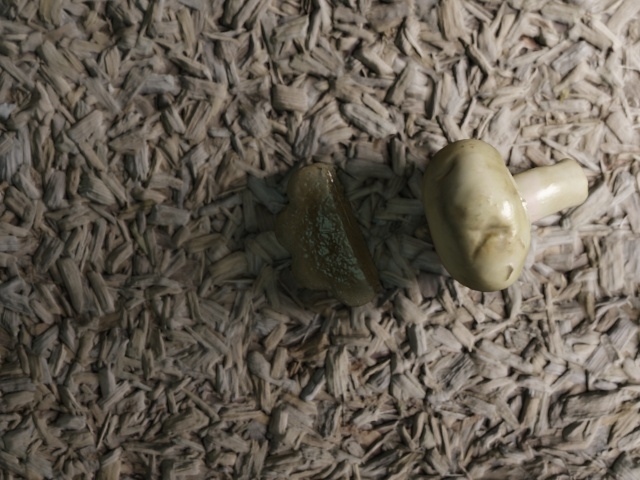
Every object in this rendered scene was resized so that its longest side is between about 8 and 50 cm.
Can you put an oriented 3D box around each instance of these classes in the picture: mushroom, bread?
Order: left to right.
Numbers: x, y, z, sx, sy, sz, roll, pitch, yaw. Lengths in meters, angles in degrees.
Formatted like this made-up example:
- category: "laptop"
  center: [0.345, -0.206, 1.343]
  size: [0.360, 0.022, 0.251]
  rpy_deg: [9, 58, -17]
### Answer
- category: "bread"
  center: [0.001, 0.001, 1.898]
  size: [0.183, 0.102, 0.337]
  rpy_deg: [-21, 97, 16]
- category: "mushroom"
  center: [0.334, -0.064, 1.733]
  size: [0.315, 0.356, 0.315]
  rpy_deg: [19, 126, 28]
